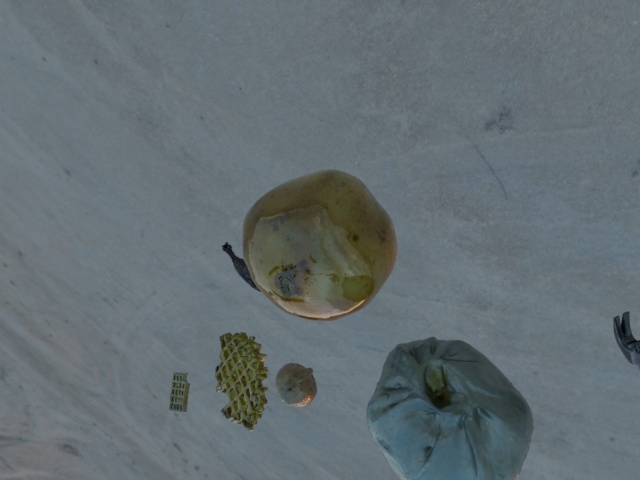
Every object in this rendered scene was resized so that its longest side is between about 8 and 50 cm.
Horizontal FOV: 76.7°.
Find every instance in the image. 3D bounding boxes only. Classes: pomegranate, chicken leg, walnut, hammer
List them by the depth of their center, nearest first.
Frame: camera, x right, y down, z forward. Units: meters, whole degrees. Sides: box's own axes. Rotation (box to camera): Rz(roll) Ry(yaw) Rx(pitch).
[{"bbox_3d":[0.620,0.167,0.702,0.290,0.037,0.137,78,169,-64],"label":"hammer"},{"bbox_3d":[0.000,0.000,1.076,0.416,0.417,0.417,23,139,21],"label":"pomegranate"},{"bbox_3d":[-0.082,0.494,1.391,0.166,0.149,0.166,42,-175,-4],"label":"walnut"},{"bbox_3d":[-0.280,0.104,1.500,0.253,0.051,0.106,48,180,3],"label":"chicken leg"}]

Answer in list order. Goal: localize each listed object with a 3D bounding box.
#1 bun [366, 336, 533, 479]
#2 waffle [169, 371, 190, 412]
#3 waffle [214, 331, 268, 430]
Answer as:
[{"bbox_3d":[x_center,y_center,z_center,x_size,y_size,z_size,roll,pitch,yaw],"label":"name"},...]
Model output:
[{"bbox_3d":[0.275,0.359,0.863,0.354,0.354,0.194,16,138,27],"label":"bun"},{"bbox_3d":[-0.507,0.546,1.457,0.092,0.135,0.021,-10,161,36],"label":"waffle"},{"bbox_3d":[-0.204,0.352,1.028,0.051,0.229,0.231,10,172,-39],"label":"waffle"}]
